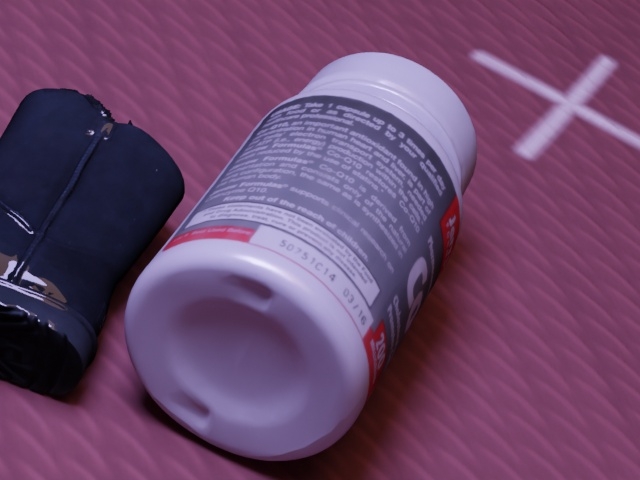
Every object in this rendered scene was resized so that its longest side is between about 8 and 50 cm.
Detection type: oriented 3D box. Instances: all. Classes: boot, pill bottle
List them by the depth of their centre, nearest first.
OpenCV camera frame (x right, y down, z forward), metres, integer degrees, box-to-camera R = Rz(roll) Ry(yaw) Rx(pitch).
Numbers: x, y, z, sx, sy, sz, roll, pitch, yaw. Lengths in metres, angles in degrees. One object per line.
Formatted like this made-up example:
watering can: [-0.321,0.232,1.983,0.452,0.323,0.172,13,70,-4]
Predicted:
boot: [-0.227,-0.026,1.305,0.246,0.094,0.207,25,43,-4]
pill bottle: [0.000,0.000,1.315,0.161,0.161,0.283,25,40,8]
